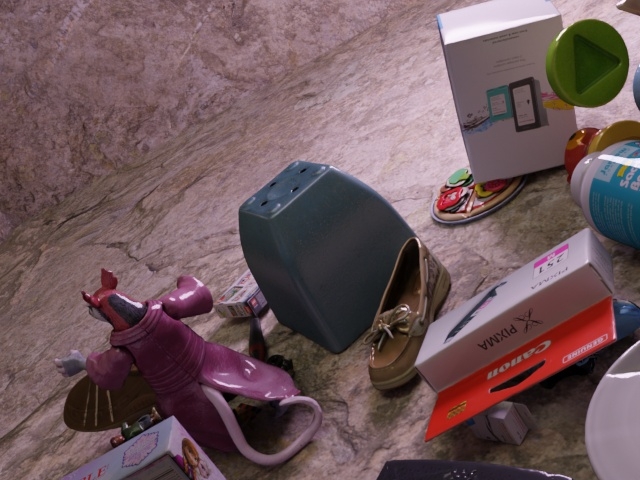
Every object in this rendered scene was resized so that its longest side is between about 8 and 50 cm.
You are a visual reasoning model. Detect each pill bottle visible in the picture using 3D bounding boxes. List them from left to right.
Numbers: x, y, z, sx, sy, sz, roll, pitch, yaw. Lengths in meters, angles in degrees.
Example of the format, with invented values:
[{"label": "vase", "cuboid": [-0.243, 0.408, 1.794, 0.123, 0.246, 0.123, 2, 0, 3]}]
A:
[{"label": "pill bottle", "cuboid": [0.454, -0.055, 1.129, 0.146, 0.146, 0.264, -37, 24, -8]}]

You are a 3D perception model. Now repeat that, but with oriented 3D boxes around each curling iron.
[{"label": "curling iron", "cuboid": [-0.100, 0.197, 1.503, 0.068, 0.035, 0.274, -15, 17, -9]}]

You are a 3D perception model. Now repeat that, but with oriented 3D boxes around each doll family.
[{"label": "doll family", "cuboid": [-0.285, 0.362, 1.373, 0.111, 0.076, 0.193, -34, 26, -13]}]

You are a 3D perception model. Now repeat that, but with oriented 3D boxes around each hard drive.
[{"label": "hard drive", "cuboid": [0.145, 0.324, 0.917, 0.254, 0.054, 0.172, -9, 33, 44]}]

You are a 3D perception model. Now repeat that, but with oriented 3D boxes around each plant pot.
[{"label": "plant pot", "cuboid": [0.000, 0.000, 1.474, 0.247, 0.252, 0.248, -40, 25, -16]}]

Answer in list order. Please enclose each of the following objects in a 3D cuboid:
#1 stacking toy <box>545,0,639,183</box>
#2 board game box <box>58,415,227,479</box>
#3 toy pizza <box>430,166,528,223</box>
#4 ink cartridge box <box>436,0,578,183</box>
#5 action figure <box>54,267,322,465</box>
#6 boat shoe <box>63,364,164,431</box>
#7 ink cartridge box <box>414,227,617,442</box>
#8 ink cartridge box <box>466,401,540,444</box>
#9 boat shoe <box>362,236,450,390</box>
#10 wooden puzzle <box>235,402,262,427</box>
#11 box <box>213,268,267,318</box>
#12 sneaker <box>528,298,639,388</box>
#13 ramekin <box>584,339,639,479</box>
[{"label": "stacking toy", "cuboid": [0.475, -0.248, 1.329, 0.309, 0.279, 0.130, -39, 13, -10]}, {"label": "board game box", "cuboid": [-0.202, 0.388, 0.912, 0.318, 0.319, 0.066, -30, 22, 8]}, {"label": "toy pizza", "cuboid": [0.292, -0.103, 1.568, 0.201, 0.032, 0.201, -28, 24, 14]}, {"label": "ink cartridge box", "cuboid": [0.336, -0.276, 1.504, 0.197, 0.270, 0.198, -12, 28, 10]}, {"label": "action figure", "cuboid": [-0.220, 0.191, 1.236, 0.248, 0.370, 0.276, -46, 34, -8]}, {"label": "boat shoe", "cuboid": [-0.315, 0.283, 1.520, 0.341, 0.110, 0.122, -18, 56, 22]}, {"label": "ink cartridge box", "cuboid": [0.240, 0.115, 1.064, 0.275, 0.060, 0.239, -36, 6, 26]}, {"label": "ink cartridge box", "cuboid": [0.219, 0.221, 1.024, 0.083, 0.048, 0.028, -4, 37, 49]}, {"label": "boat shoe", "cuboid": [0.125, 0.112, 1.302, 0.104, 0.089, 0.285, -18, 28, 30]}, {"label": "wooden puzzle", "cuboid": [-0.132, 0.293, 1.389, 0.083, 0.006, 0.049, 0, 41, 52]}, {"label": "box", "cuboid": [-0.117, 0.080, 1.713, 0.114, 0.036, 0.207, -8, 29, 45]}, {"label": "sneaker", "cuboid": [0.335, 0.136, 1.043, 0.162, 0.063, 0.073, -35, 32, 19]}, {"label": "ramekin", "cuboid": [0.394, 0.189, 0.767, 0.273, 0.127, 0.273, -28, 24, 14]}]
